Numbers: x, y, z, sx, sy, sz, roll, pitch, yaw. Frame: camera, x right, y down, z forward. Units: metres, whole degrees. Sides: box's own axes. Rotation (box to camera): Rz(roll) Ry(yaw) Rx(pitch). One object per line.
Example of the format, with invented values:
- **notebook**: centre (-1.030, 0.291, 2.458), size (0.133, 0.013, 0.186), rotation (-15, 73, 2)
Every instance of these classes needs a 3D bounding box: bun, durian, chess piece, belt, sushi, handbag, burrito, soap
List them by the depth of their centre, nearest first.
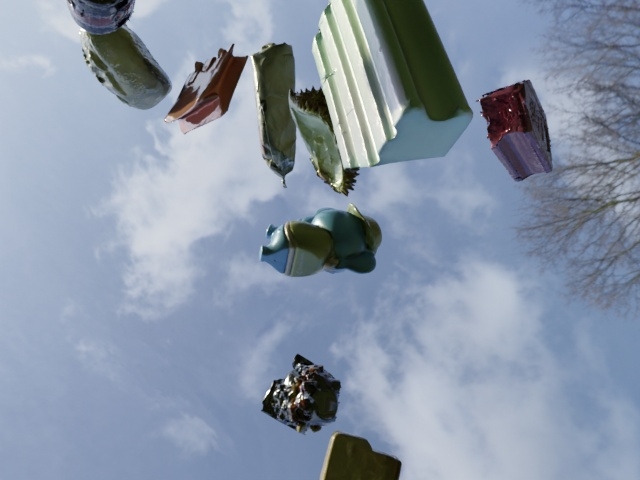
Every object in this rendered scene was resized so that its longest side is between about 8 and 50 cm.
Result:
- **soap**: centre (0.077, -0.217, 0.633), size (0.095, 0.173, 0.289), rotation (-2, -119, -20)
- **belt**: centre (-0.267, -0.463, 0.682), size (0.126, 0.094, 0.359), rotation (18, -102, -29)
- **chess piece**: centre (0.034, 0.457, 0.746), size (0.137, 0.137, 0.301), rotation (15, -104, -7)
- **handbag**: centre (-0.243, -0.315, 1.020), size (0.059, 0.212, 0.157), rotation (30, -108, -33)
- **durian**: centre (0.026, -0.220, 1.026), size (0.144, 0.139, 0.252), rotation (-43, -68, -44)
- **soap**: centre (0.410, -0.240, 1.028), size (0.250, 0.099, 0.162), rotation (24, -118, -50)
- **bun**: centre (-0.466, -0.416, 1.140), size (0.141, 0.239, 0.239), rotation (-39, -97, -2)
- **sushi**: centre (-0.027, 0.399, 1.234), size (0.153, 0.150, 0.172), rotation (38, -110, -24)
- **burrito**: centre (-0.134, -0.380, 1.468), size (0.139, 0.101, 0.445), rotation (-2, -90, -39)

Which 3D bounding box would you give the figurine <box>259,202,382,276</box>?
- **figurine**: centre (0.001, -0.002, 1.013), size (0.262, 0.180, 0.153), rotation (2, -77, -14)
